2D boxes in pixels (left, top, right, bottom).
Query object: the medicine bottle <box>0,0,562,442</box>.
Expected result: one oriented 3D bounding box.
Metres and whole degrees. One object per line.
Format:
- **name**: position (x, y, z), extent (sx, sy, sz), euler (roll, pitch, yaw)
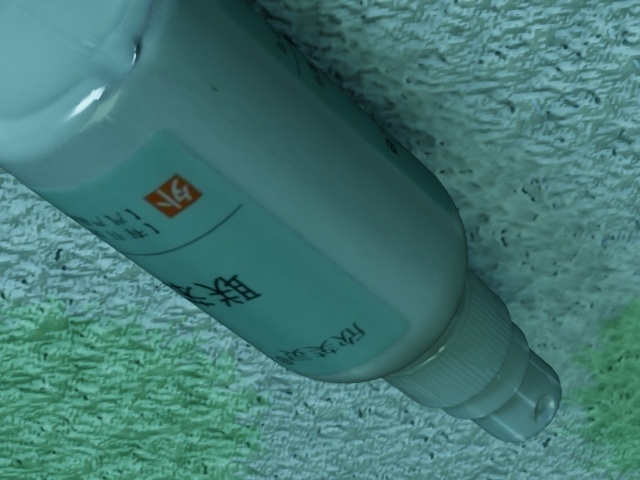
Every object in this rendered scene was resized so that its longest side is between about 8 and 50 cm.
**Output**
- **medicine bottle**: position (0.000, 0.000, 0.796), extent (0.110, 0.110, 0.352), euler (-31, 137, 20)
